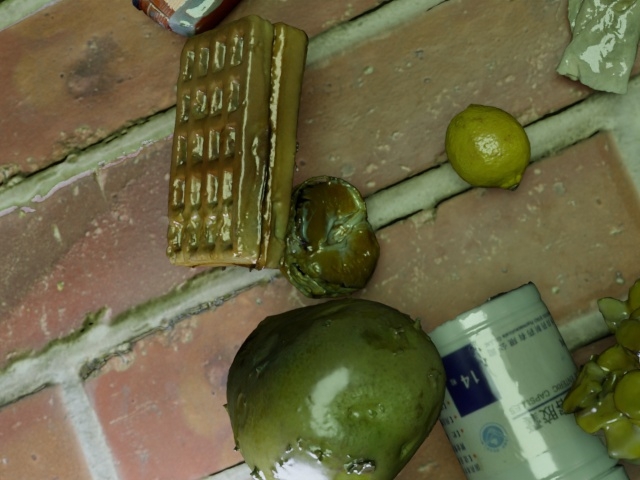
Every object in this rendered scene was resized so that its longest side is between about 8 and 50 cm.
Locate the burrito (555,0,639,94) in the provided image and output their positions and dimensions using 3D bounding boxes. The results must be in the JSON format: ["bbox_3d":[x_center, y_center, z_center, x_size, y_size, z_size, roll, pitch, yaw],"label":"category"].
[{"bbox_3d":[0.414,-0.390,1.572,0.117,0.076,0.392,17,89,10],"label":"burrito"}]

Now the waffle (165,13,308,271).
[{"bbox_3d":[-0.118,-0.122,1.562,0.098,0.224,0.327,8,85,-32],"label":"waffle"}]

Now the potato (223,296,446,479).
[{"bbox_3d":[-0.002,0.197,1.449,0.219,0.359,0.269,46,72,-15],"label":"potato"}]

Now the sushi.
[{"bbox_3d":[0.471,0.146,1.359,0.285,0.328,0.328,35,78,-23],"label":"sushi"}]

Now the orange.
[{"bbox_3d":[0.000,0.000,1.584,0.160,0.112,0.169,29,76,-24],"label":"orange"}]

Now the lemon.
[{"bbox_3d":[0.225,-0.123,1.565,0.109,0.109,0.133,-30,78,5],"label":"lemon"}]

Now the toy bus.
[{"bbox_3d":[-0.140,-0.396,1.637,0.120,0.121,0.265,43,93,-1],"label":"toy bus"}]

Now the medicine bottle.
[{"bbox_3d":[0.260,0.239,1.492,0.190,0.190,0.332,-26,82,6],"label":"medicine bottle"}]
